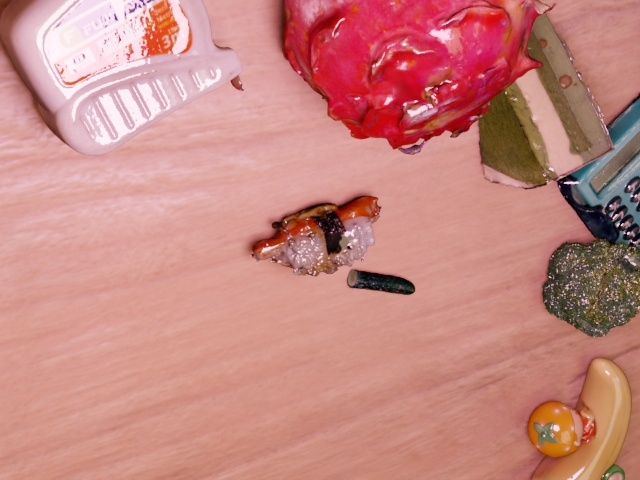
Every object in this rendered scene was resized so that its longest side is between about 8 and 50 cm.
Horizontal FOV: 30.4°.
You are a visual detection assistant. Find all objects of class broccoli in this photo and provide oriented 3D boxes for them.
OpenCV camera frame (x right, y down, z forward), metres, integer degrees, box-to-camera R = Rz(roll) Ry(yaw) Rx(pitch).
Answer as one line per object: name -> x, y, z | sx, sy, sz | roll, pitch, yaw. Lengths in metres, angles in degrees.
broccoli -> 0.492, 0.078, 2.108 | 0.156, 0.195, 0.195 | -45, 137, -47

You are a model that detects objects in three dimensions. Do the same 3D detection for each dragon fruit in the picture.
dragon fruit -> 0.148, -0.277, 1.619 | 0.386, 0.249, 0.371 | -24, 149, 4

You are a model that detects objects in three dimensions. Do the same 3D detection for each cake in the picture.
cake -> 0.322, -0.229, 1.917 | 0.158, 0.172, 0.283 | -26, 91, -23

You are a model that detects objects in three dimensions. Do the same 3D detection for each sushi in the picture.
sushi -> 0.002, 0.003, 1.830 | 0.226, 0.103, 0.097 | -16, 137, -19

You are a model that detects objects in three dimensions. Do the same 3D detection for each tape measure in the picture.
tape measure -> -0.264, -0.254, 1.536 | 0.258, 0.130, 0.265 | -33, 120, -14

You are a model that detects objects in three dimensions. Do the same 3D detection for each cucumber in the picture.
cucumber -> 0.107, 0.072, 1.962 | 0.133, 0.032, 0.032 | 10, 109, -31

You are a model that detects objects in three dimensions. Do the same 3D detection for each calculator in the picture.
calculator -> 0.567, -0.104, 2.110 | 0.248, 0.058, 0.274 | -44, 128, -1

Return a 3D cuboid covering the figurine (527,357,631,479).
figurine -> 0.492, 0.376, 2.280 | 0.222, 0.124, 0.324 | 8, 107, -28
